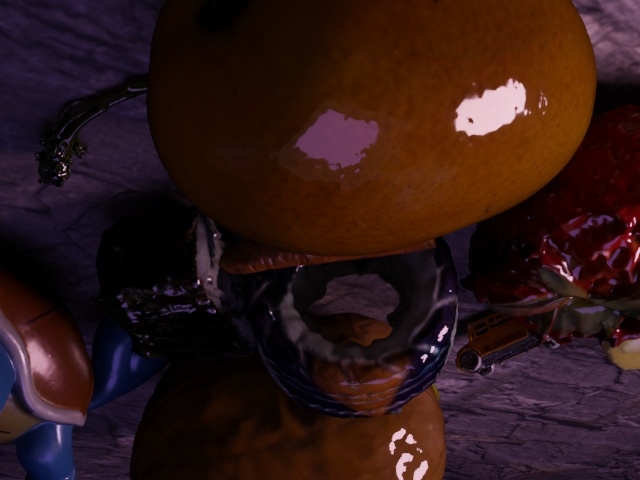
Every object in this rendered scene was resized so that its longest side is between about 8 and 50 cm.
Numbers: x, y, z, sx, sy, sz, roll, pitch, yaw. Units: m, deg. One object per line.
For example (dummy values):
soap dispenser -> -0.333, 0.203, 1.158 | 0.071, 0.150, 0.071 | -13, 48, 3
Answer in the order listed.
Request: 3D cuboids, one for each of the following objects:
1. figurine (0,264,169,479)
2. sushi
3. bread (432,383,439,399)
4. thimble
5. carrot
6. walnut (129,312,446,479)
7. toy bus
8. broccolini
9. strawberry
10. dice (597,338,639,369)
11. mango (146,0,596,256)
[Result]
figurine -> -0.337, 0.132, 0.828 | 0.416, 0.298, 0.243 | 30, 96, -49
sushi -> -0.149, 0.053, 0.842 | 0.127, 0.124, 0.225 | -11, 150, 9
bread -> 0.130, 0.264, 1.294 | 0.130, 0.071, 0.139 | -17, 145, 4
thimble -> 0.040, 0.064, 0.837 | 0.237, 0.237, 0.150 | -11, 151, 0
carrot -> 0.000, 0.000, 0.748 | 0.210, 0.061, 0.061 | -13, 147, 11
walnut -> -0.042, 0.257, 0.985 | 0.398, 0.354, 0.307 | -13, 117, -4
toy bus -> 0.268, 0.137, 1.139 | 0.162, 0.074, 0.070 | -28, 151, 21
broccolini -> -0.171, -0.108, 0.669 | 0.194, 0.054, 0.052 | -26, 126, 19
strawberry -> 0.282, -0.027, 0.789 | 0.261, 0.257, 0.261 | 10, 157, 4
dice -> 0.399, 0.046, 0.948 | 0.166, 0.169, 0.169 | -25, 144, 20
mango -> 0.058, -0.105, 0.585 | 0.378, 0.221, 0.264 | 3, 145, -40
